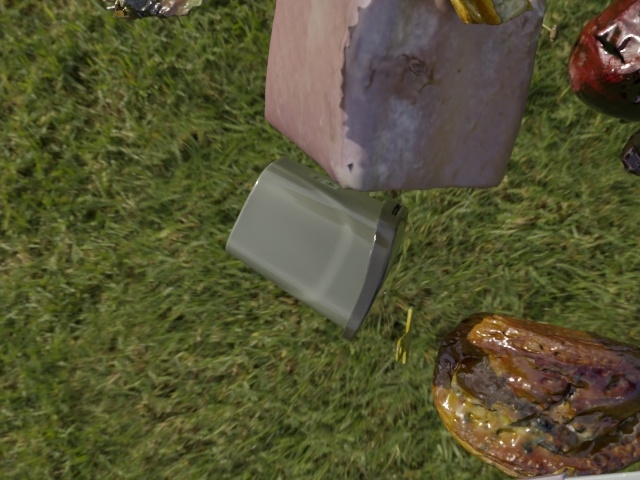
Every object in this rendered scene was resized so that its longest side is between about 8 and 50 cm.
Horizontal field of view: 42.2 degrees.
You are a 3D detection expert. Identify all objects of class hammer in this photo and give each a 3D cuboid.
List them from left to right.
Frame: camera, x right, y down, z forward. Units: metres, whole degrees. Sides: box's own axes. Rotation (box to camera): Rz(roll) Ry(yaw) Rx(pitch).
[{"bbox_3d":[0.368,-0.364,1.391,0.014,0.123,0.029,-4,122,-11],"label":"hammer"}]

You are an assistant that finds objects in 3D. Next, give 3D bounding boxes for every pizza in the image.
[{"bbox_3d":[0.135,-0.252,0.751,0.046,0.134,0.175,-32,73,4],"label":"pizza"}]

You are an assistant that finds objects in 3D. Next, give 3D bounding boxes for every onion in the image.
[{"bbox_3d":[0.509,-0.289,1.270,0.281,0.281,0.221,-23,105,3],"label":"onion"}]

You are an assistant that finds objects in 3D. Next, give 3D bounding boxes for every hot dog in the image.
[{"bbox_3d":[0.377,0.255,1.359,0.387,0.174,0.267,13,116,7],"label":"hot dog"}]

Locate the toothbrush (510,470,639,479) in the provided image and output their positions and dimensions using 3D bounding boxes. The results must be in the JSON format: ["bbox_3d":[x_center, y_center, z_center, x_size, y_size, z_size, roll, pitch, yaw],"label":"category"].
[{"bbox_3d":[0.108,0.131,0.432,0.194,0.017,0.014,-20,76,38],"label":"toothbrush"}]

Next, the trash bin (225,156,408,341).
[{"bbox_3d":[0.000,0.000,1.355,0.250,0.220,0.219,29,106,5],"label":"trash bin"}]

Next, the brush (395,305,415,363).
[{"bbox_3d":[0.120,0.144,1.188,0.011,0.205,0.083,8,93,10],"label":"brush"}]

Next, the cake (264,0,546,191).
[{"bbox_3d":[0.082,-0.205,0.971,0.237,0.309,0.230,1,115,-25],"label":"cake"}]

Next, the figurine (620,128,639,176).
[{"bbox_3d":[0.495,-0.124,0.990,0.206,0.365,0.218,-37,89,-29],"label":"figurine"}]

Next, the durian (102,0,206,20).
[{"bbox_3d":[-0.080,-0.265,0.641,0.252,0.144,0.139,-27,62,8],"label":"durian"}]

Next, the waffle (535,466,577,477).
[{"bbox_3d":[0.163,0.256,0.716,0.042,0.148,0.102,48,52,7],"label":"waffle"}]
